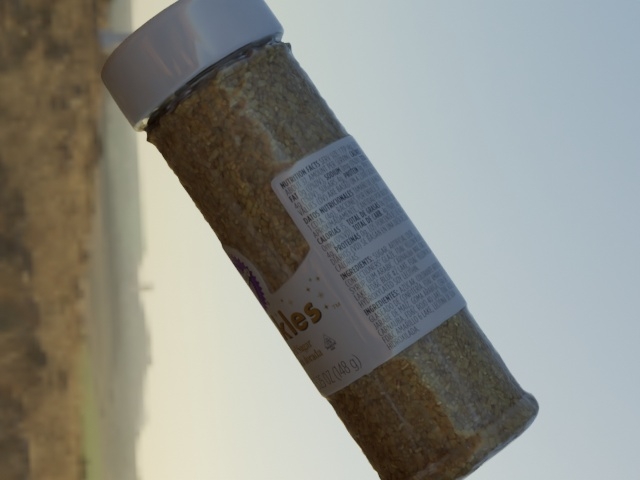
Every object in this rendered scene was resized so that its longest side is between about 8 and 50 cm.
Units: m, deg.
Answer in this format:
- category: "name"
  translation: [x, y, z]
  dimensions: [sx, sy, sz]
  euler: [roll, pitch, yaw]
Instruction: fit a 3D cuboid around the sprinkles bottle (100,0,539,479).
- category: "sprinkles bottle"
  translation: [0.000, 0.000, 1.063]
  dimensions: [0.355, 0.121, 0.121]
  euler: [55, -9, 2]
